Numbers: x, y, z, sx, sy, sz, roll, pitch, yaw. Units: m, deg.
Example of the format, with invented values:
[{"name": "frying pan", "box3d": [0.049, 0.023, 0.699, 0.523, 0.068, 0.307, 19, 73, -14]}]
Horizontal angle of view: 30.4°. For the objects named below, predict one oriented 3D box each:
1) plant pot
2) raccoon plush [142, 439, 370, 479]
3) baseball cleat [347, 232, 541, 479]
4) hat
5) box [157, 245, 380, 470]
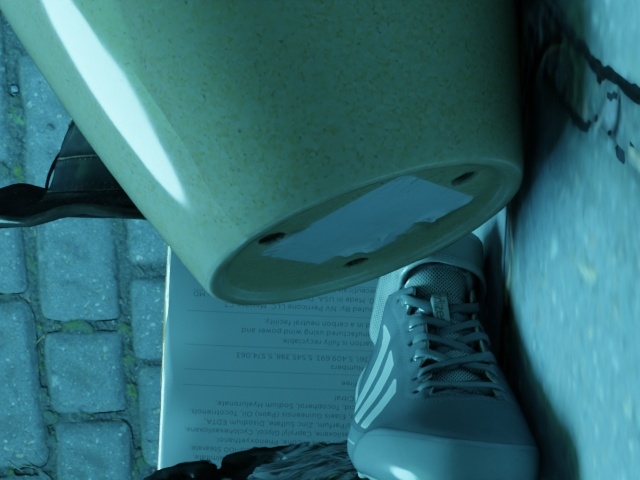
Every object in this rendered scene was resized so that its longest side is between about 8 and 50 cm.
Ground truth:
[{"name": "plant pot", "box3d": [-0.028, -0.123, 0.479, 0.256, 0.257, 0.274, 96, 155, -71]}, {"name": "raccoon plush", "box3d": [-0.032, 0.271, 0.562, 0.446, 0.216, 0.299, 29, -129, -87]}, {"name": "baseball cleat", "box3d": [0.046, 0.048, 0.496, 0.206, 0.072, 0.109, -158, 73, -83]}, {"name": "hat", "box3d": [-0.089, -0.078, 0.788, 0.331, 0.331, 0.134, -115, 26, -83]}, {"name": "box", "box3d": [-0.036, 0.156, 0.879, 0.215, 0.168, 0.345, -137, 50, -82]}]
